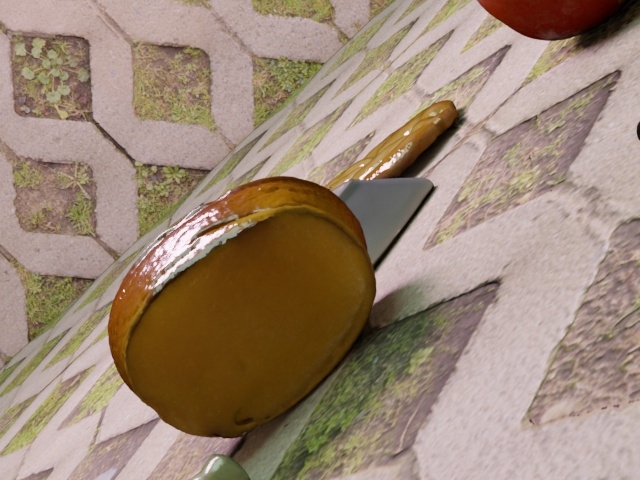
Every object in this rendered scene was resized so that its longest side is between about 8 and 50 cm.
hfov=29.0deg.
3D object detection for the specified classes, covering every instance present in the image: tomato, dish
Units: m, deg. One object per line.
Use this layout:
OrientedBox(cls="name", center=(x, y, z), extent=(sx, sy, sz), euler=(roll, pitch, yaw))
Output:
OrientedBox(cls="tomato", center=(0.274, -0.282, 1.370), extent=(0.228, 0.112, 0.199), euler=(-9, 1, -35))
OrientedBox(cls="dish", center=(0.000, 0.000, 1.431), extent=(0.243, 0.080, 0.182), euler=(-30, 18, 53))

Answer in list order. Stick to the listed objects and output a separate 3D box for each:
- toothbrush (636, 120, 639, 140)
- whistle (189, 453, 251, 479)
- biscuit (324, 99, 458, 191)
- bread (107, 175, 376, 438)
OrientedBox(cls="toothbrush", center=(0.341, -0.193, 1.027), extent=(0.041, 0.041, 0.364), euler=(-29, 18, 53))
OrientedBox(cls="whistle", center=(-0.148, 0.273, 0.978), extent=(0.258, 0.067, 0.126), euler=(-48, 12, -30))
OrientedBox(cls="biscuit", center=(0.078, -0.102, 1.624), extent=(0.260, 0.041, 0.203), euler=(-32, 16, 40))
OrientedBox(cls="bread", center=(-0.071, 0.061, 1.164), extent=(0.270, 0.195, 0.142), euler=(-40, 18, 0))
